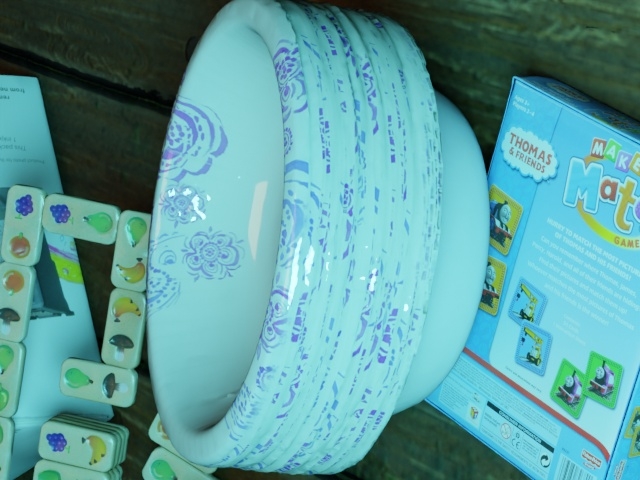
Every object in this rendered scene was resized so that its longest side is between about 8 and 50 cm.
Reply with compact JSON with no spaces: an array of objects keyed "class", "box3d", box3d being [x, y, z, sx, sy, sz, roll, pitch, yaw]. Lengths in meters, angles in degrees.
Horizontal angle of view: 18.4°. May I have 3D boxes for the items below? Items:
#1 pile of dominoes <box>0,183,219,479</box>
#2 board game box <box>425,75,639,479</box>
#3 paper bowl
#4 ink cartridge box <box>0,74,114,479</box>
[{"class":"pile of dominoes","box3d":[-0.158,0.099,1.429,0.196,0.040,0.251,11,100,13]},{"class":"board game box","box3d":[0.144,0.031,1.130,0.160,0.039,0.211,35,119,47]},{"class":"paper bowl","box3d":[0.000,0.000,1.195,0.284,0.148,0.284,-174,90,-68]},{"class":"ink cartridge box","box3d":[-0.306,0.041,1.638,0.226,0.131,0.306,-34,66,47]}]
